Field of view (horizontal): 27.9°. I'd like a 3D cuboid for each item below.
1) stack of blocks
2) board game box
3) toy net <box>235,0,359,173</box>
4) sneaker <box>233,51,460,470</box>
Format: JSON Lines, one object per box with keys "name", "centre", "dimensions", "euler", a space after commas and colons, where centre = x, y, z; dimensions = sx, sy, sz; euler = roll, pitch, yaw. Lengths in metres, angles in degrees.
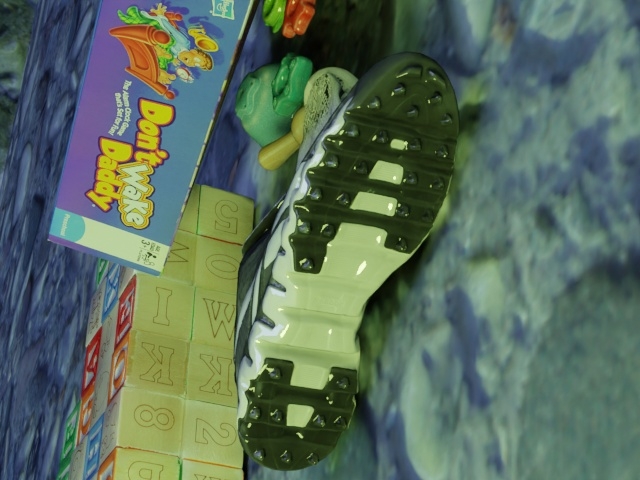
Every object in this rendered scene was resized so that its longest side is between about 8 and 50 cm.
{"name": "stack of blocks", "centre": [-0.121, 0.124, 0.912], "dimensions": [0.171, 0.087, 0.297], "euler": [131, 147, -51]}
{"name": "board game box", "centre": [-0.074, -0.181, 0.857], "dimensions": [0.347, 0.078, 0.233], "euler": [-76, 8, -45]}
{"name": "toy net", "centre": [-0.001, -0.094, 0.814], "dimensions": [0.122, 0.045, 0.232], "euler": [-69, 23, 13]}
{"name": "sneaker", "centre": [0.000, 0.000, 0.692], "dimensions": [0.106, 0.078, 0.234], "euler": [-121, 47, -59]}
